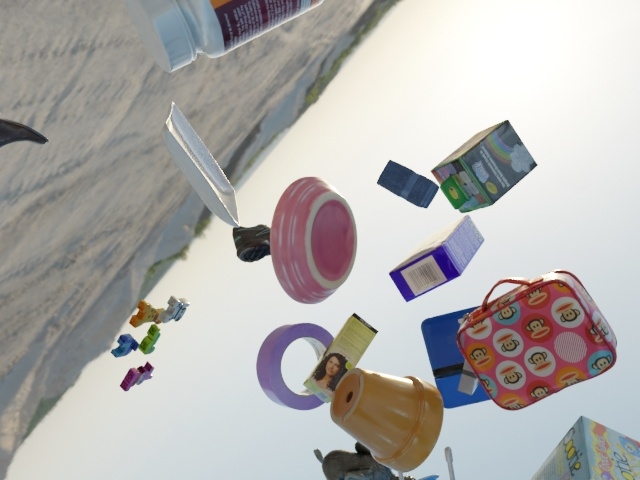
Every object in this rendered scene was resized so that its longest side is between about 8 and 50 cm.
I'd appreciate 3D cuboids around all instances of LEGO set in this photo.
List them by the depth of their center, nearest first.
[{"bbox_3d":[-0.347,0.189,1.292,0.227,0.087,0.093,-57,159,13],"label":"LEGO set"}]

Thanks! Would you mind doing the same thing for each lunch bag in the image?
[{"bbox_3d":[0.444,0.199,1.333,0.293,0.258,0.120,-34,178,30],"label":"lunch bag"}]

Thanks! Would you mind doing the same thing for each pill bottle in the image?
[{"bbox_3d":[-0.200,-0.530,1.331,0.392,0.224,0.224,-33,-176,-16],"label":"pill bottle"}]

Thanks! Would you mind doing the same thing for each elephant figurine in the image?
[{"bbox_3d":[0.135,0.692,1.905,0.239,0.186,0.169,-27,-115,36],"label":"elephant figurine"}]

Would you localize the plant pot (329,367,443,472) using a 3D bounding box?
[{"bbox_3d":[0.131,0.374,1.367,0.205,0.188,0.205,-51,-159,28],"label":"plant pot"}]

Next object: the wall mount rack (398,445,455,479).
[{"bbox_3d":[0.234,0.662,1.537,0.350,0.130,0.304,-14,-134,55],"label":"wall mount rack"}]

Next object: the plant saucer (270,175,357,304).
[{"bbox_3d":[0.000,0.000,1.611,0.084,0.332,0.332,0,-140,34],"label":"plant saucer"}]

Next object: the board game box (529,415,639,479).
[{"bbox_3d":[0.394,0.432,0.952,0.144,0.142,0.275,-58,171,-59],"label":"board game box"}]

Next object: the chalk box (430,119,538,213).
[{"bbox_3d":[0.353,-0.151,1.416,0.213,0.132,0.132,-37,-173,-18],"label":"chalk box"}]

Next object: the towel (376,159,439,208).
[{"bbox_3d":[0.179,-0.114,1.285,0.067,0.119,0.029,-56,169,-22],"label":"towel"}]

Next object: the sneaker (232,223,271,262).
[{"bbox_3d":[-0.135,-0.005,1.812,0.267,0.106,0.101,0,137,-41],"label":"sneaker"}]

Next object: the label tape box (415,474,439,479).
[{"bbox_3d":[0.066,0.501,0.864,0.249,0.347,0.115,-16,-139,-19],"label":"label tape box"}]

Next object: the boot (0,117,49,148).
[{"bbox_3d":[-0.429,-0.108,0.826,0.037,0.106,0.114,19,-94,47],"label":"boot"}]

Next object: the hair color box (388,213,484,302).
[{"bbox_3d":[0.347,0.045,1.828,0.185,0.110,0.339,-31,180,29],"label":"hair color box"}]

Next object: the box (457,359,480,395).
[{"bbox_3d":[0.389,0.267,1.532,0.145,0.038,0.186,-15,118,-63],"label":"box"}]

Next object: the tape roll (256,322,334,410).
[{"bbox_3d":[-0.066,0.403,2.018,0.275,0.275,0.090,-54,-159,-26],"label":"tape roll"}]

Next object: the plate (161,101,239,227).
[{"bbox_3d":[-0.285,-0.174,1.456,0.045,0.278,0.277,-31,-156,4],"label":"plate"}]

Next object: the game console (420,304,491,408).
[{"bbox_3d":[0.467,0.336,1.840,0.293,0.250,0.173,-15,157,7],"label":"game console"}]

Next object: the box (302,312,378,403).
[{"bbox_3d":[0.054,0.303,1.623,0.232,0.087,0.058,-53,-179,-33],"label":"box"}]
